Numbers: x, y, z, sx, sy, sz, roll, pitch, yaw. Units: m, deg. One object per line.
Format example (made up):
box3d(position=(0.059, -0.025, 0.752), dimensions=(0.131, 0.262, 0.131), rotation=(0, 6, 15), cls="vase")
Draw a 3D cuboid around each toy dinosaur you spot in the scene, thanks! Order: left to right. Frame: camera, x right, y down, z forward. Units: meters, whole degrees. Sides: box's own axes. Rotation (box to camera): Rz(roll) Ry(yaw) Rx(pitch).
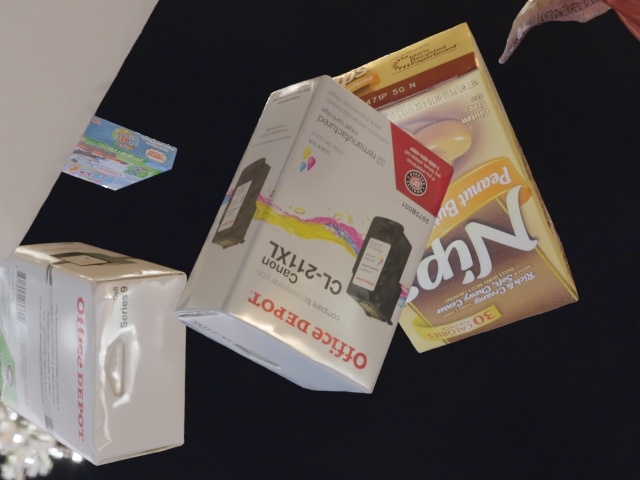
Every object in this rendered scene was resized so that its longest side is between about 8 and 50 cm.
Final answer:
box3d(position=(0.307, -0.289, 1.026), dimensions=(0.296, 0.127, 0.200), rotation=(-40, -137, 11), cls="toy dinosaur")

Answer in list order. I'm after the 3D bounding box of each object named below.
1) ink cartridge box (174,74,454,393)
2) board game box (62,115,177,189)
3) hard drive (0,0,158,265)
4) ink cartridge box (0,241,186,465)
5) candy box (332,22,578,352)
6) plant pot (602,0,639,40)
box3d(position=(0.000, 0.000, 0.658), dimensions=(0.072, 0.127, 0.175), rotation=(-7, -123, 55), cls="ink cartridge box")
box3d(position=(-0.333, -0.131, 1.456), dimensions=(0.211, 0.160, 0.039), rotation=(-10, -115, 56), cls="board game box")
box3d(position=(-0.153, -0.183, 0.281), dimensions=(0.047, 0.353, 0.233), rotation=(5, -123, 26), cls="hard drive")
box3d(position=(-0.283, 0.124, 1.180), dimensions=(0.289, 0.122, 0.211), rotation=(12, -77, 51), cls="ink cartridge box")
box3d(position=(0.118, -0.037, 0.962), dimensions=(0.183, 0.316, 0.087), rotation=(-20, -141, 16), cls="candy box")
box3d(position=(0.152, -0.236, 0.432), dimensions=(0.272, 0.265, 0.272), rotation=(-20, -115, 50), cls="plant pot")
